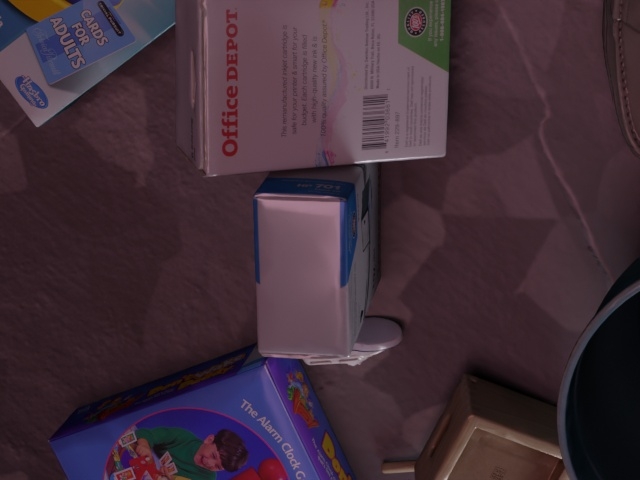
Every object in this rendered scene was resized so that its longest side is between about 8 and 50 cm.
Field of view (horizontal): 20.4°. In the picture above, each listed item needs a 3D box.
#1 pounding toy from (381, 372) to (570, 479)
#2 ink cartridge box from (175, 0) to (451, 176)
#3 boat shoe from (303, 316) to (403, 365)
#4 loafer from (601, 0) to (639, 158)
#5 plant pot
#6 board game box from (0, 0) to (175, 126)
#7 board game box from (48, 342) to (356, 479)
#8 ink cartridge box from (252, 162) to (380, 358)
[{"bbox_3d":[0.141,0.198,1.588,0.130,0.100,0.141,21,115,-10],"label":"pounding toy"},{"bbox_3d":[-0.009,-0.143,1.451,0.212,0.093,0.154,-7,110,-19],"label":"ink cartridge box"},{"bbox_3d":[0.028,0.096,1.606,0.100,0.035,0.035,-9,133,12],"label":"boat shoe"},{"bbox_3d":[0.275,-0.207,1.400,0.112,0.111,0.319,1,108,13],"label":"loafer"},{"bbox_3d":[0.337,0.097,1.410,0.271,0.255,0.272,4,110,12],"label":"plant pot"},{"bbox_3d":[-0.183,-0.294,1.497,0.336,0.079,0.254,-34,98,21],"label":"board game box"},{"bbox_3d":[-0.070,0.287,1.665,0.233,0.078,0.347,-20,102,19],"label":"board game box"},{"bbox_3d":[0.000,0.000,1.492,0.082,0.191,0.139,2,109,11],"label":"ink cartridge box"}]
